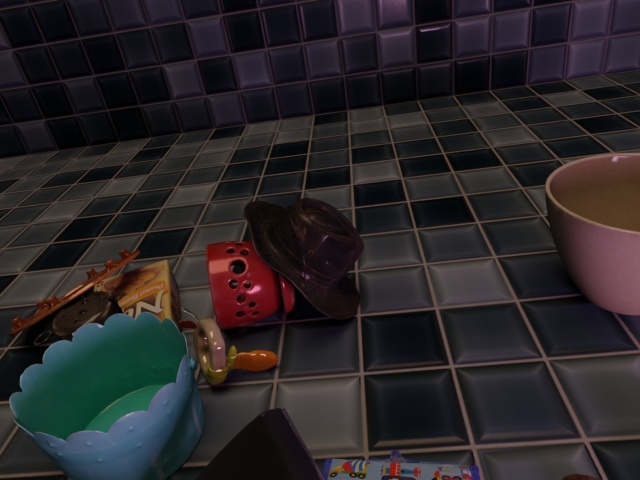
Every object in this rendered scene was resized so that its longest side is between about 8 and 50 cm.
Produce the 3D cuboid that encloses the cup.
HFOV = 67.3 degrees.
[{"bbox_3d":[0.609,0.002,0.932,0.331,0.236,0.331,-8,31,5],"label":"cup"}]

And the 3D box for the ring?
[{"bbox_3d":[-0.587,0.112,1.153,0.337,0.032,0.336,-31,13,8],"label":"ring"}]

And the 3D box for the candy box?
[{"bbox_3d":[-0.414,0.179,1.080,0.183,0.087,0.316,-19,31,-9],"label":"candy box"}]

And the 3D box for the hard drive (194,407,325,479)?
[{"bbox_3d":[-0.111,0.356,0.618,0.254,0.054,0.172,-50,37,2],"label":"hard drive"}]

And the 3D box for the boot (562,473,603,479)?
[{"bbox_3d":[0.380,0.356,0.620,0.106,0.037,0.114,2,28,15],"label":"boot"}]

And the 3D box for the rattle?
[{"bbox_3d":[-0.196,0.194,0.981,0.143,0.130,0.200,-23,23,-21],"label":"rattle"}]

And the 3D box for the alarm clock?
[{"bbox_3d":[-0.502,0.169,0.995,0.192,0.064,0.129,-25,33,-4],"label":"alarm clock"}]

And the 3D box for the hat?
[{"bbox_3d":[0.000,0.000,1.029,0.134,0.331,0.331,-44,26,18],"label":"hat"}]

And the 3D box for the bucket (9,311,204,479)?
[{"bbox_3d":[-0.337,0.273,0.816,0.281,0.183,0.281,-7,31,4],"label":"bucket"}]

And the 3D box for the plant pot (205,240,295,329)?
[{"bbox_3d":[-0.153,0.087,1.061,0.174,0.191,0.191,-12,31,-8],"label":"plant pot"}]

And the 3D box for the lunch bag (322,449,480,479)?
[{"bbox_3d":[0.100,0.384,0.594,0.221,0.138,0.293,-5,19,11],"label":"lunch bag"}]
